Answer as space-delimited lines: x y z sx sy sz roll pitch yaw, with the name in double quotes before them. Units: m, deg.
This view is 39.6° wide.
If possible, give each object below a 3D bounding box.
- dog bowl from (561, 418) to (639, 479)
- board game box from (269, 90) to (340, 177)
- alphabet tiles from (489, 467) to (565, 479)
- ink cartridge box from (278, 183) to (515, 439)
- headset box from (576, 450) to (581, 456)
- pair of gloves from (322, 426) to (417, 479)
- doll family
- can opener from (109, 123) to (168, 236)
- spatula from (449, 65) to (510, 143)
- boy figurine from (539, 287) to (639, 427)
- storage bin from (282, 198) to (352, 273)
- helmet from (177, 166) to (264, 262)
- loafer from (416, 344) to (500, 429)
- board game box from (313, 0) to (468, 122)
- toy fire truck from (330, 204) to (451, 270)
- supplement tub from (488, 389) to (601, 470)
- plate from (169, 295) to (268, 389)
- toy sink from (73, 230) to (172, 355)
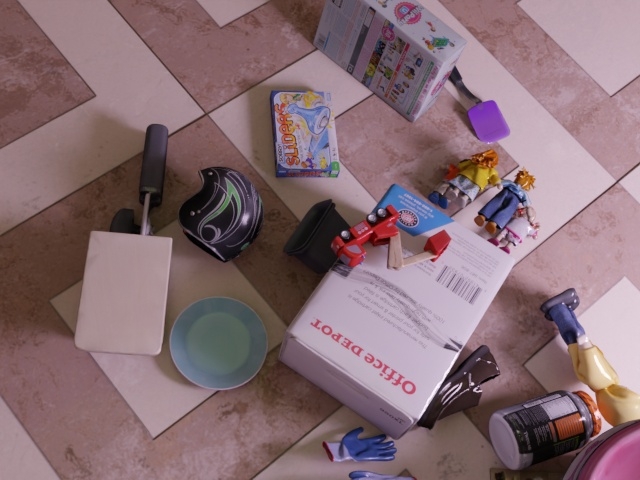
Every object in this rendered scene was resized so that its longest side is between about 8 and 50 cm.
"dog bowl" 0.592 0.474 1.454 0.408 0.150 0.408 -5 65 10
"board game box" -0.036 -0.230 1.918 0.136 0.035 0.201 -1 65 -12
"alphabet tiles" 0.400 0.595 1.626 0.285 0.011 0.342 6 64 -8
"ink cartridge box" 0.144 0.133 1.706 0.285 0.166 0.395 33 63 8
"headset box" 0.627 0.502 1.640 0.246 0.131 0.283 6 64 -13
"pair of gloves" 0.092 0.408 1.592 0.159 0.023 0.198 4 30 -33
"doll family" 0.372 -0.102 1.890 0.263 0.118 0.163 39 64 9
"can opener" -0.362 -0.104 1.773 0.095 0.076 0.283 5 63 -9
"spatula" 0.332 -0.353 2.050 0.084 0.030 0.296 -25 72 -18
"boy figurine" 0.533 0.232 1.733 0.092 0.177 0.285 -33 57 8
"storage bin" 0.000 0.000 1.793 0.091 0.098 0.135 44 61 -20
"helmet" -0.191 -0.058 1.737 0.169 0.169 0.161 35 80 7
"loafer" 0.272 0.291 1.705 0.078 0.080 0.220 45 65 12
"board game box" 0.145 -0.434 1.946 0.303 0.224 0.097 41 62 9
"toy fire truck" 0.131 0.008 1.646 0.192 0.047 0.135 -31 71 -21
"supplement tub" 0.427 0.354 1.686 0.190 0.117 0.117 -13 68 -17
"plate" -0.194 0.196 1.692 0.188 0.024 0.188 5 64 -9
"toy sink" -0.360 0.118 1.638 0.153 0.131 0.234 4 61 -9
